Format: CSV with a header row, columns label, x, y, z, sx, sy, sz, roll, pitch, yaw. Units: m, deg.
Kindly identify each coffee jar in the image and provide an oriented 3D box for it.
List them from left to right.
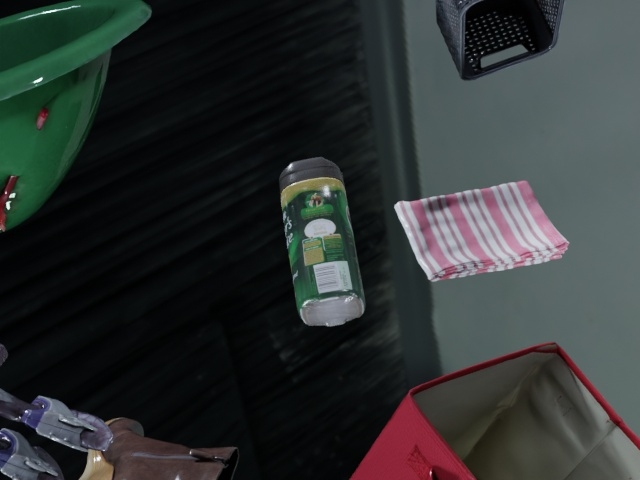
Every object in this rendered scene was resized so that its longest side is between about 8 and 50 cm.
label,x,y,z,sx,sy,sz,roll,pitch,yaw
coffee jar,0.000,0.000,1.190,0.096,0.079,0.184,77,-176,-65

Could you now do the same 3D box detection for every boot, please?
label,x,y,z,sx,sy,sz,roll,pitch,yaw
boot,-0.205,0.295,1.340,0.207,0.248,0.090,-8,104,8

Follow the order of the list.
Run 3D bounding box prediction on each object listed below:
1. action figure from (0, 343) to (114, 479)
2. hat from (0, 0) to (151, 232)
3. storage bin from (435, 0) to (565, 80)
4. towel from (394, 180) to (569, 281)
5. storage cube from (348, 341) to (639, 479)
label,x,y,z,sx,sy,sz,roll,pitch,yaw
action figure,-0.347,0.163,0.991,0.285,0.185,0.099,35,179,-43
hat,-0.164,-0.015,0.565,0.208,0.173,0.183,-13,115,8
storage bin,0.200,-0.269,1.150,0.180,0.122,0.084,68,-178,-71
towel,0.209,-0.018,1.345,0.144,0.197,0.029,-113,19,-44
storage cube,0.146,0.228,0.853,0.184,0.215,0.193,52,135,28
